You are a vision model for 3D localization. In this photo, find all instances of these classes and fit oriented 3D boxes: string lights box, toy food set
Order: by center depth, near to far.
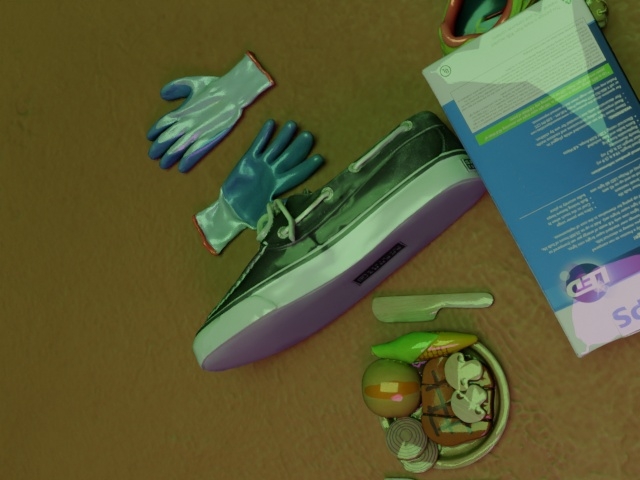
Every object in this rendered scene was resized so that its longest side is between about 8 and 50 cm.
[{"bbox_3d":[0.203,-0.055,0.766,0.133,0.077,0.260,-28,93,18],"label":"string lights box"},{"bbox_3d":[0.100,0.141,0.853,0.132,0.038,0.192,-7,83,23],"label":"toy food set"}]

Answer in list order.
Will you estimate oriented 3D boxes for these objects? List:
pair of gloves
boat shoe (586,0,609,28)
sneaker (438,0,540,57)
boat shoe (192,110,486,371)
[{"bbox_3d":[-0.092,-0.093,0.966,0.159,0.023,0.198,-38,73,16],"label":"pair of gloves"},{"bbox_3d":[0.222,-0.191,0.826,0.045,0.050,0.135,26,106,20],"label":"boat shoe"},{"bbox_3d":[0.164,-0.236,0.827,0.081,0.094,0.209,26,95,25],"label":"sneaker"},{"bbox_3d":[-0.001,-0.001,0.871,0.306,0.113,0.105,-39,65,13],"label":"boat shoe"}]
